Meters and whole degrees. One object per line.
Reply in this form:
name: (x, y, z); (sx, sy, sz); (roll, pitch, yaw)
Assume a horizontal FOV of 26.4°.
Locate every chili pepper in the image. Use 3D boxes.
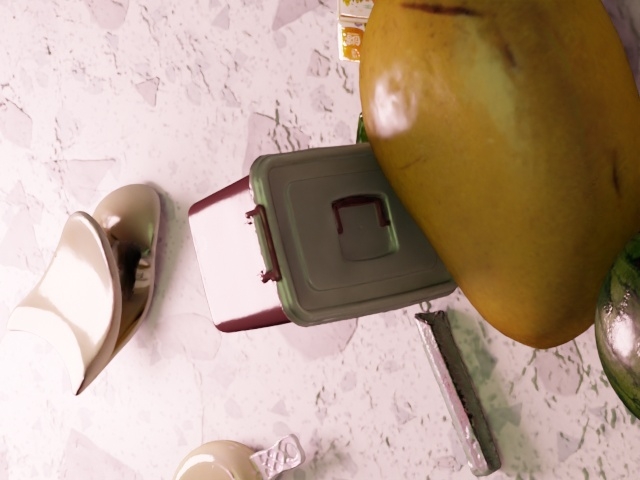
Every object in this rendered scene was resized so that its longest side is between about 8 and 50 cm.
chili pepper: (0.059, -0.149, 1.654); (0.027, 0.022, 0.083); (-130, 52, -60)

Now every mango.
mango: (0.193, -0.099, 1.441); (0.301, 0.220, 0.445); (-9, 93, 34)

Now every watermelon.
watermelon: (0.386, 0.083, 1.308); (0.242, 0.242, 0.242); (4, 97, 36)

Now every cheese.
cheese: (-0.103, 0.316, 1.791); (0.227, 0.064, 0.137); (-35, 76, 32)

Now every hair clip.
hair clip: (-0.315, 0.050, 1.897); (0.172, 0.113, 0.282); (38, 120, 27)

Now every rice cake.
rice cake: (0.161, 0.177, 1.604); (0.033, 0.033, 0.207); (-31, 75, 44)

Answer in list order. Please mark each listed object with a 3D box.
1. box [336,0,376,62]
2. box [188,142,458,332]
box: (0.072, -0.314, 1.592); (0.122, 0.032, 0.220); (13, 116, 34)
box: (0.000, 0.000, 1.556); (0.167, 0.294, 0.193); (-17, 84, 47)
